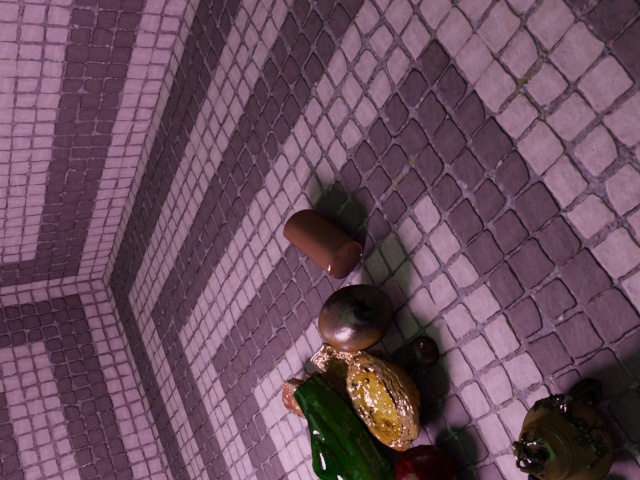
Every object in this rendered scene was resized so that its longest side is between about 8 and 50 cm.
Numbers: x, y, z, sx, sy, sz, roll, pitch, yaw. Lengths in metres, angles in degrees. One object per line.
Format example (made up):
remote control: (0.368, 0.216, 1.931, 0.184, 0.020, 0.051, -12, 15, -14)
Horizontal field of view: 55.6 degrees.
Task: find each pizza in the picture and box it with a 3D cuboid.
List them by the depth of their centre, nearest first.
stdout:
pizza: (0.090, 0.342, 1.731, 0.188, 0.080, 0.204, 42, 124, 11)
pizza: (-0.019, 0.481, 1.899, 0.305, 0.086, 0.161, -31, 89, 50)

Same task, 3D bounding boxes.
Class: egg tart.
egg tart: (0.180, 0.408, 1.573, 0.291, 0.107, 0.290, 40, 143, 39)

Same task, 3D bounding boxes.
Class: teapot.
teapot: (0.445, 0.375, 1.135, 0.173, 0.183, 0.269, 38, 126, 45)
teapot: (0.240, 0.285, 1.501, 0.076, 0.068, 0.121, 53, 137, 33)

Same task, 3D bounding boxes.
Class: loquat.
loquat: (0.094, 0.202, 1.591, 0.227, 0.179, 0.179, -35, 69, 47)

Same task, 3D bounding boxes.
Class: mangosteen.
mangosteen: (0.254, 0.590, 1.469, 0.156, 0.146, 0.181, -10, 71, 50)

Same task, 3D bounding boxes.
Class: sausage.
sausage: (0.000, 0.000, 1.729, 0.253, 0.123, 0.123, 38, 127, 43)

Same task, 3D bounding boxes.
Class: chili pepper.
chili pepper: (0.041, 0.568, 1.694, 0.385, 0.167, 0.213, 56, 134, 11)
